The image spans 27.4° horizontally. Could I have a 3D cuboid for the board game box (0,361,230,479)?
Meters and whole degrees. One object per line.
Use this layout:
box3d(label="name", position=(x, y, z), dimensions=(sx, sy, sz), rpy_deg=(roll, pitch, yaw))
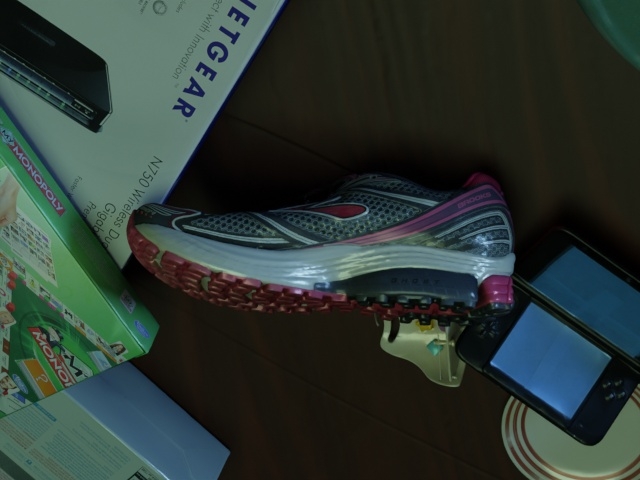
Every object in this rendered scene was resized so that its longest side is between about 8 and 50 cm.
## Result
box3d(label="board game box", position=(-0.271, 0.230, 1.250), dimensions=(0.224, 0.097, 0.303), rpy_deg=(44, 119, -10))

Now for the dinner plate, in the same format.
box3d(label="dinner plate", position=(0.226, 0.162, 1.120), dimensions=(0.141, 0.017, 0.141), rpy_deg=(6, 121, 11))

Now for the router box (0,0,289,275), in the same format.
box3d(label="router box", position=(-0.215, -0.162, 1.019), dimensions=(0.301, 0.082, 0.335), rpy_deg=(32, 122, -4))

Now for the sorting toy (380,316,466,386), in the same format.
box3d(label="sorting toy", position=(0.083, 0.073, 1.096), dimensions=(0.075, 0.045, 0.083), rpy_deg=(5, 120, 21))

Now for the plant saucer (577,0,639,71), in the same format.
box3d(label="plant saucer", position=(0.290, -0.161, 0.809), dimensions=(0.318, 0.043, 0.317), rpy_deg=(21, 155, 11))

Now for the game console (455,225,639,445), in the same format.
box3d(label="game console", position=(0.200, 0.078, 1.031), dimensions=(0.144, 0.085, 0.124), rpy_deg=(35, 84, -2))

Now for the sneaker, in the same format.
box3d(label="sneaker", position=(0.000, 0.000, 1.020), dimensions=(0.299, 0.121, 0.112), rpy_deg=(4, 76, -3))

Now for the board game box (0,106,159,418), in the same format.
box3d(label="board game box", position=(-0.304, -0.002, 1.046), dimensions=(0.213, 0.046, 0.317), rpy_deg=(-25, 111, 20))
